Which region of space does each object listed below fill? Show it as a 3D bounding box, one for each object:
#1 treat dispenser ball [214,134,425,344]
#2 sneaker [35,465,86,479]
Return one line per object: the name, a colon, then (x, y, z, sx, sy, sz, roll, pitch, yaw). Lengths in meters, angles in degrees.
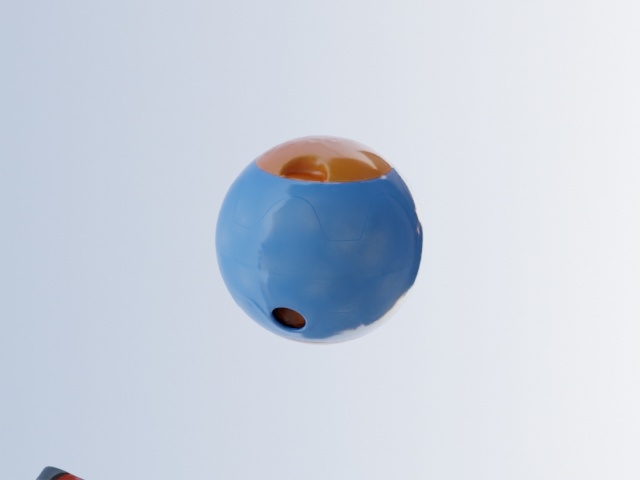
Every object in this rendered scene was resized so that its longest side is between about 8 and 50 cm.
treat dispenser ball: (0.000, 0.000, 1.295, 0.288, 0.288, 0.288, -13, -70, -37)
sneaker: (-0.361, 0.447, 1.445, 0.145, 0.270, 0.090, -60, -38, -33)
